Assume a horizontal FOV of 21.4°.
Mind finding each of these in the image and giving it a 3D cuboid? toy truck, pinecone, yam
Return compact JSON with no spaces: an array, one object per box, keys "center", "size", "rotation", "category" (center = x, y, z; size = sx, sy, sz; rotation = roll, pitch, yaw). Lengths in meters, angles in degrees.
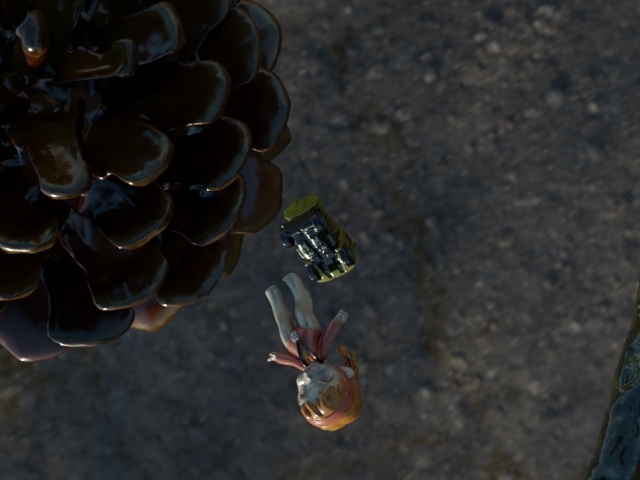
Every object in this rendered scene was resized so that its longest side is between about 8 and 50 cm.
[{"center":[0.000,0.000,1.698],"size":[0.049,0.054,0.083],"rotation":[-25,123,21],"category":"toy truck"},{"center":[-0.142,-0.073,0.887],"size":[0.264,0.264,0.264],"rotation":[16,119,30],"category":"pinecone"},{"center":[0.283,0.135,1.499],"size":[0.061,0.274,0.061],"rotation":[18,164,5],"category":"yam"}]

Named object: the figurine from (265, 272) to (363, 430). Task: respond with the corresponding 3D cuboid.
[{"center":[-0.004,0.071,1.094],"size":[0.064,0.047,0.109],"rotation":[-35,59,20],"category":"figurine"}]
